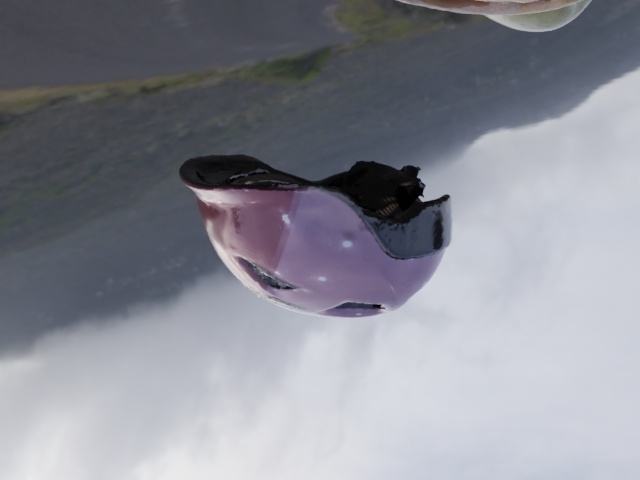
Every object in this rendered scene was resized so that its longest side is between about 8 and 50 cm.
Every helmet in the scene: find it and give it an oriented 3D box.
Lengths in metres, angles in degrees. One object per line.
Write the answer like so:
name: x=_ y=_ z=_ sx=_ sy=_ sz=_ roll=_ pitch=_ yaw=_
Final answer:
helmet: x=0.000 y=0.000 z=0.944 sx=0.254 sy=0.154 sz=0.198 roll=-7 pitch=-163 yaw=-24

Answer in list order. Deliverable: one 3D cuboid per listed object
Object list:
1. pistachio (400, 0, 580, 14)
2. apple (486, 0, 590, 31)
pistachio: x=0.090 y=-0.257 z=0.679 sx=0.318 sy=0.213 sz=0.193 roll=1 pitch=172 yaw=13
apple: x=0.254 y=-0.354 z=1.231 sx=0.200 sy=0.200 sz=0.200 roll=-14 pitch=-170 yaw=3
